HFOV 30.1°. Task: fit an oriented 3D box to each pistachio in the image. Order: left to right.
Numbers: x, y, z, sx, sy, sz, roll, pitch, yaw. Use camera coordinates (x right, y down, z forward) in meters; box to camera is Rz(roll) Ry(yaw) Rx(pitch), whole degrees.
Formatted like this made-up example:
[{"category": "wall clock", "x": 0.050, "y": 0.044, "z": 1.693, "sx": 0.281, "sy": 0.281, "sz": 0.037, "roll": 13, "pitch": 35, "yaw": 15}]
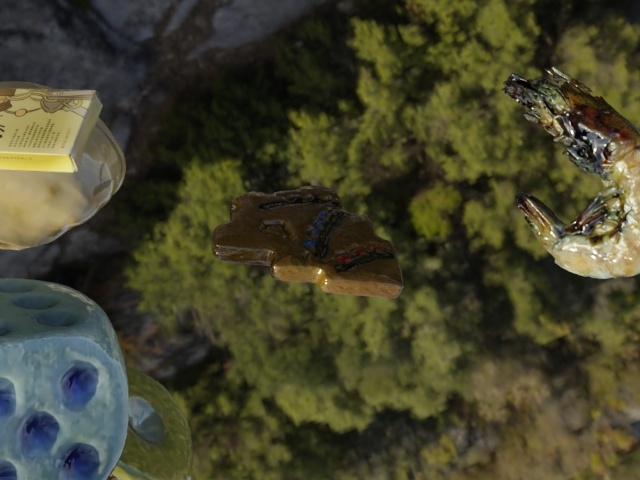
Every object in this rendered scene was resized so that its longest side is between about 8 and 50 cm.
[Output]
[{"category": "pistachio", "x": -0.432, "y": -0.104, "z": 1.695, "sx": 0.321, "sy": 0.238, "sz": 0.229, "roll": -1, "pitch": 172, "yaw": -31}]

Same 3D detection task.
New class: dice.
[{"category": "dice", "x": -0.426, "y": 0.207, "z": 1.588, "sx": 0.264, "sy": 0.268, "sz": 0.262, "roll": -6, "pitch": 107, "yaw": -34}, {"category": "dice", "x": -0.362, "y": 0.358, "z": 1.960, "sx": 0.233, "sy": 0.238, "sz": 0.227, "roll": -39, "pitch": 127, "yaw": 24}]

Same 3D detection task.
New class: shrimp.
[{"category": "shrimp", "x": 0.380, "y": -0.096, "z": 1.792, "sx": 0.233, "sy": 0.365, "sz": 0.071, "roll": -52, "pitch": 159, "yaw": 16}]

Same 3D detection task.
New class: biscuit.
[{"category": "biscuit", "x": 0.000, "y": -0.001, "z": 1.751, "sx": 0.278, "sy": 0.301, "sz": 0.043, "roll": -33, "pitch": 142, "yaw": -51}]

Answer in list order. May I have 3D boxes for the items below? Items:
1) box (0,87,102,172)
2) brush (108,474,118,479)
[{"category": "box", "x": -0.236, "y": -0.081, "z": 0.853, "sx": 0.149, "sy": 0.073, "sz": 0.020, "roll": 2, "pitch": 137, "yaw": 8}, {"category": "brush", "x": -0.323, "y": 0.483, "z": 1.683, "sx": 0.017, "sy": 0.314, "sz": 0.090, "roll": 12, "pitch": -177, "yaw": 18}]
